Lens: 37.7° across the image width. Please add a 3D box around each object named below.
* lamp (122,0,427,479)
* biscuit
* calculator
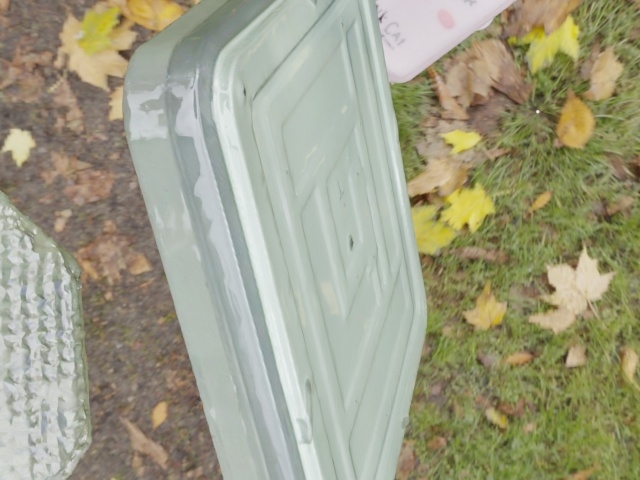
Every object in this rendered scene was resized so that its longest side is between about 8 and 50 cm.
[{"bbox_3d":[0.000,0.000,0.458,0.047,0.269,0.266,-5,117,17],"label":"lamp"},{"bbox_3d":[-0.204,0.027,0.435,0.250,0.046,0.147,46,73,-18],"label":"biscuit"},{"bbox_3d":[0.081,-0.183,0.632,0.175,0.032,0.100,-36,112,17],"label":"calculator"}]
